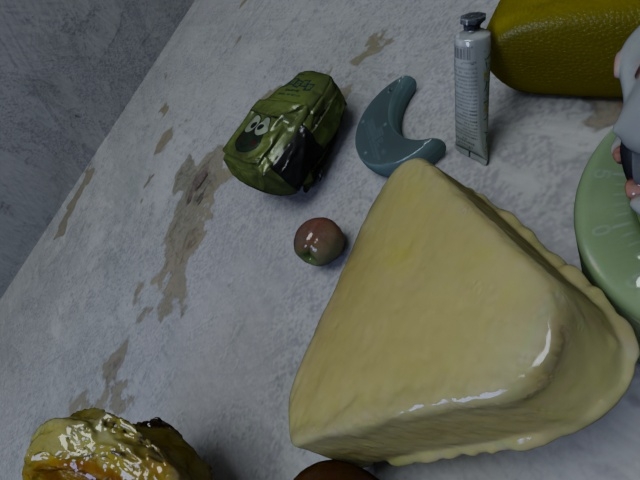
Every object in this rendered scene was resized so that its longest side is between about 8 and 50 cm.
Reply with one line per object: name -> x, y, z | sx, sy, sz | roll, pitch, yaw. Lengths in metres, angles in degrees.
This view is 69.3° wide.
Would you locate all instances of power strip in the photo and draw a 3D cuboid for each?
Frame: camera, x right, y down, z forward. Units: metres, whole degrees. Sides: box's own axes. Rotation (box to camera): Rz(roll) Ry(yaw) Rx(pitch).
power strip -> 0.123, -0.167, 0.754 | 0.137, 0.044, 0.216 | -31, 47, 27

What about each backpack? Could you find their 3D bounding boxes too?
backpack -> -0.057, -0.203, 0.885 | 0.207, 0.140, 0.253 | 27, 79, 49

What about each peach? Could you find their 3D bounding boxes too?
peach -> -0.002, 0.000, 0.743 | 0.083, 0.083, 0.083 | -23, 51, 32

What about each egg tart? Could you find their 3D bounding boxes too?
egg tart -> -0.253, 0.373, 0.650 | 0.352, 0.352, 0.150 | -25, 6, 31

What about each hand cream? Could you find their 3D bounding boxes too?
hand cream -> 0.199, -0.193, 0.607 | 0.042, 0.194, 0.067 | -30, 42, -17

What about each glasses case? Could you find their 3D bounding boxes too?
glasses case -> 0.352, -0.250, 0.488 | 0.371, 0.173, 0.141 | 24, 86, 49

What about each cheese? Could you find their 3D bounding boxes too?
cheese -> 0.118, 0.083, 0.472 | 0.384, 0.104, 0.384 | -49, 23, 30

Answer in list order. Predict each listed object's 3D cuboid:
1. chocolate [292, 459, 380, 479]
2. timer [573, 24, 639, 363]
chocolate -> 0.024, 0.314, 0.474 | 0.177, 0.177, 0.176 | -23, 51, 32
timer -> 0.298, -0.049, 0.310 | 0.291, 0.315, 0.290 | -24, 51, 33
